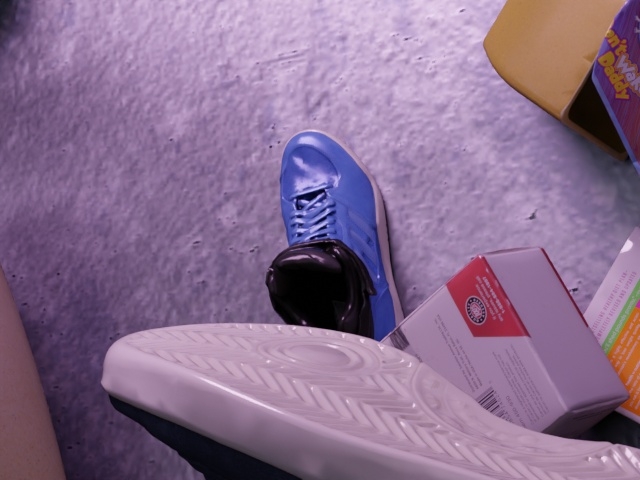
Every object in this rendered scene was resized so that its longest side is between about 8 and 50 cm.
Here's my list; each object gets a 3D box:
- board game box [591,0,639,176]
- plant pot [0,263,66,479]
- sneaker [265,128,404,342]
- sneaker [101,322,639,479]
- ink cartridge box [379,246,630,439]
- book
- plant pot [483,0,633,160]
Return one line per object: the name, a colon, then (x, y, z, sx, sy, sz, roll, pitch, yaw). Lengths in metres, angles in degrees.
board game box: (0.223, -0.069, 0.919, 0.133, 0.033, 0.168, -27, 97, 1)
plant pot: (-0.255, 0.139, 1.049, 0.256, 0.256, 0.274, -32, 85, 16)
sneaker: (0.001, 0.000, 1.024, 0.058, 0.084, 0.152, -20, 73, 20)
sneaker: (0.039, 0.142, 0.784, 0.350, 0.131, 0.148, 20, 109, 32)
ink cartridge box: (0.084, 0.081, 0.963, 0.135, 0.056, 0.099, -44, 65, 39)
book: (0.209, 0.065, 0.950, 0.144, 0.035, 0.096, 29, 91, 25)
plant pot: (0.140, -0.105, 0.986, 0.083, 0.081, 0.081, 33, 95, 37)
